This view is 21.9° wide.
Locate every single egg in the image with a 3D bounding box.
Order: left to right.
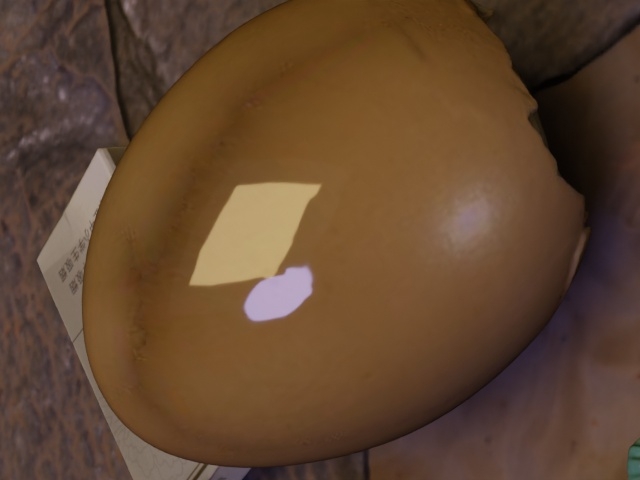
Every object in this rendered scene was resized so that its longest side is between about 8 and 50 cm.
[{"bbox_3d":[0.000,0.000,0.758,0.244,0.201,0.201,-40,59,-7],"label":"egg"}]

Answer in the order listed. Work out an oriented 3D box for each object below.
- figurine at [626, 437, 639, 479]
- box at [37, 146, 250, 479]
[{"bbox_3d":[0.212,0.114,0.664,0.245,0.110,0.138,-35,75,31],"label":"figurine"},{"bbox_3d":[-0.096,0.057,0.918,0.109,0.029,0.198,-54,55,42],"label":"box"}]
